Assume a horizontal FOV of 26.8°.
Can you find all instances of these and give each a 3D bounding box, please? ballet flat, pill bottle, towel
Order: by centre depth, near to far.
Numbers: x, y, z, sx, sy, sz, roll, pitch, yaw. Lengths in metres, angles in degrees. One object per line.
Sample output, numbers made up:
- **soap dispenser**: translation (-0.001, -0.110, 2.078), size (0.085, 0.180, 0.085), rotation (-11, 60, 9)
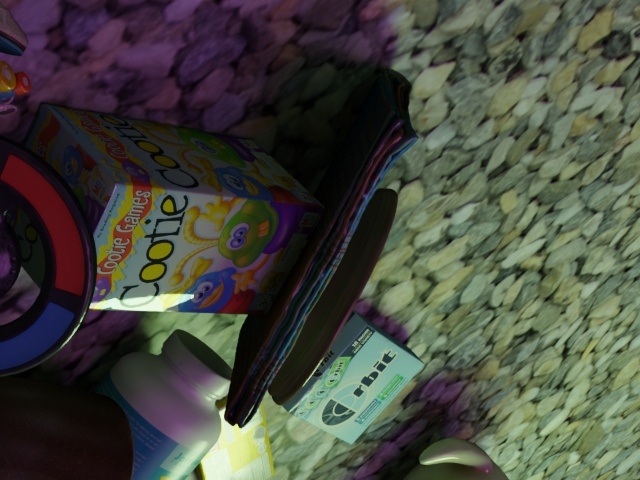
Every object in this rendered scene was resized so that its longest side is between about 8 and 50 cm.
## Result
- **ballet flat**: translation (-0.299, -0.198, 1.095), size (0.168, 0.057, 0.052), rotation (18, 83, -54)
- **towel**: translation (0.000, 0.000, 1.448), size (0.040, 0.271, 0.370), rotation (27, 107, -7)
- **pill bottle**: translation (-0.212, 0.228, 1.514), size (0.264, 0.146, 0.146), rotation (-50, 144, 6)

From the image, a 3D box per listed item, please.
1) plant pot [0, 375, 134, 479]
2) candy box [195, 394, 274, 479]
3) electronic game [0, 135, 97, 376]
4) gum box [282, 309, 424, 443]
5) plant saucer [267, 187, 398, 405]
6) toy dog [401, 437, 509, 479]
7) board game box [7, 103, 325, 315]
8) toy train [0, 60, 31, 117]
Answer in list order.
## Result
- **plant pot**: translation (-0.344, 0.219, 1.349), size (0.230, 0.215, 0.215), rotation (31, 101, -39)
- **candy box**: translation (-0.117, 0.270, 1.752), size (0.105, 0.027, 0.205), rotation (-27, 140, -20)
- **electronic game**: translation (-0.308, 0.013, 1.177), size (0.229, 0.229, 0.048), rotation (-60, -179, 19)
- **gum box**: translation (0.042, 0.188, 1.819), size (0.157, 0.041, 0.184), rotation (-48, 144, 3)
- **plant saucer**: translation (0.003, 0.057, 1.525), size (0.277, 0.041, 0.278), rotation (-60, -174, 11)
- **toy dog**: translation (0.128, 0.523, 2.035), size (0.408, 0.284, 0.395), rotation (-30, 141, -18)
- **board game box**: translation (-0.157, -0.023, 1.327), size (0.275, 0.142, 0.144), rotation (5, 121, -48)
- **toy train**: translation (-0.329, -0.125, 1.115), size (0.166, 0.046, 0.125), rotation (-12, 174, -31)
